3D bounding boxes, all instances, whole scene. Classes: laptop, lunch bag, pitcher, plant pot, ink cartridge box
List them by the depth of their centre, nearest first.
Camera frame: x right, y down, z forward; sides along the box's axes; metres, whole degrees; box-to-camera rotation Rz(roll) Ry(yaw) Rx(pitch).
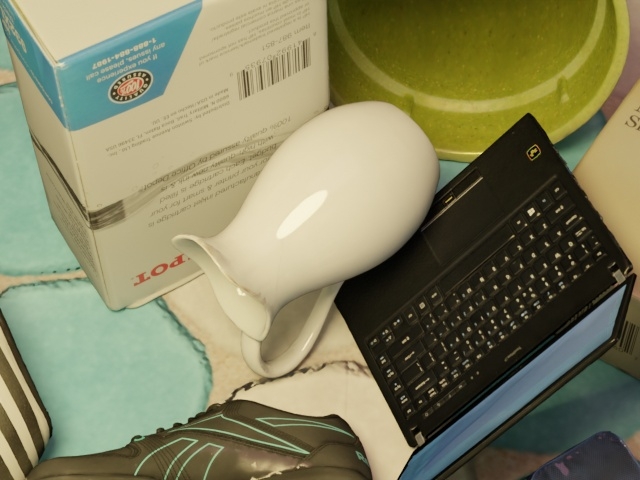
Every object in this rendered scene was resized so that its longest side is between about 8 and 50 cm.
[{"bbox_3d":[0.102,0.054,1.202,0.234,0.136,0.264,-42,55,21],"label":"laptop"},{"bbox_3d":[0.193,0.196,1.216,0.098,0.065,0.067,-26,74,-18],"label":"lunch bag"},{"bbox_3d":[0.000,0.000,1.282,0.207,0.177,0.125,-40,50,-21],"label":"pitcher"},{"bbox_3d":[-0.116,-0.115,1.287,0.223,0.307,0.129,-27,57,-18],"label":"ink cartridge box"},{"bbox_3d":[0.134,-0.255,1.438,0.276,0.276,0.254,5,43,4],"label":"plant pot"}]

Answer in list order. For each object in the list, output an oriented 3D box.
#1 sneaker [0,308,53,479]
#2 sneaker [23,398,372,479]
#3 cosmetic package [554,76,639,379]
[{"bbox_3d":[-0.414,0.099,1.250,0.447,0.169,0.257,26,50,8],"label":"sneaker"},{"bbox_3d":[-0.090,0.181,1.220,0.267,0.101,0.106,2,44,-9],"label":"sneaker"},{"bbox_3d":[0.306,-0.040,1.354,0.160,0.113,0.309,27,60,18],"label":"cosmetic package"}]
